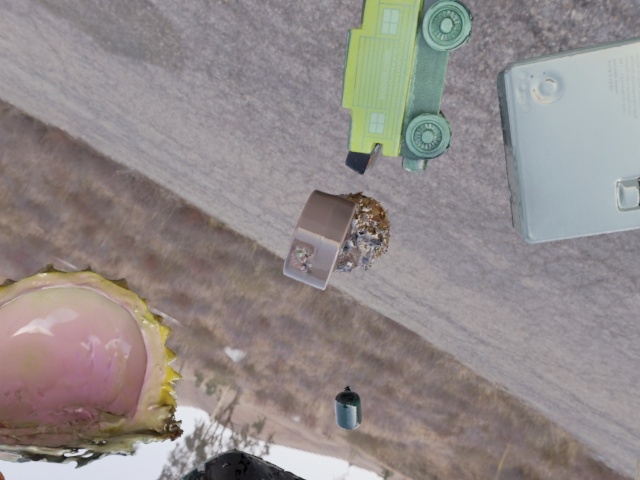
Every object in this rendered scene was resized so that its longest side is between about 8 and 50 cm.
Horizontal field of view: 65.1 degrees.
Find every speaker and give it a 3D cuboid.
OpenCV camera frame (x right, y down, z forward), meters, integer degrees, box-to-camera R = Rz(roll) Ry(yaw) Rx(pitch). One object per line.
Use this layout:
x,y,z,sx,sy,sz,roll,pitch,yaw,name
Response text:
0.058,0.379,1.152,0.060,0.075,0.094,-8,-165,-17,speaker

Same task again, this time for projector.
0.368,-0.138,0.721,0.192,0.257,0.099,-9,-169,12,projector

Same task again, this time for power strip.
0.000,0.000,0.802,0.078,0.154,0.154,21,168,2,power strip

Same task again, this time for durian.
-0.301,0.130,0.512,0.305,0.186,0.195,3,161,-20,durian

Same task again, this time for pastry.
0.066,-0.031,1.421,0.275,0.275,0.193,36,-151,-31,pastry

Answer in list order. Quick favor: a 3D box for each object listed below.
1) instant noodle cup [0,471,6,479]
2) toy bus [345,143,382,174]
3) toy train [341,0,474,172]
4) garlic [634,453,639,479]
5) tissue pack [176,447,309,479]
-0.293,0.203,0.218,0.192,0.250,0.250,-18,142,29,instant noodle cup
0.182,-0.393,1.578,0.093,0.092,0.409,36,134,16,toy bus
0.185,-0.381,1.156,0.272,0.442,0.179,9,-157,9,toy train
0.570,0.417,0.786,0.217,0.228,0.110,52,140,-11,garlic
-0.096,0.538,0.640,0.264,0.253,0.416,41,-162,-31,tissue pack
